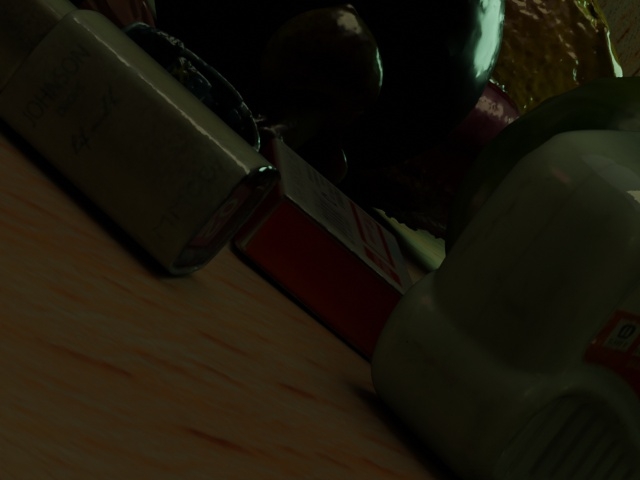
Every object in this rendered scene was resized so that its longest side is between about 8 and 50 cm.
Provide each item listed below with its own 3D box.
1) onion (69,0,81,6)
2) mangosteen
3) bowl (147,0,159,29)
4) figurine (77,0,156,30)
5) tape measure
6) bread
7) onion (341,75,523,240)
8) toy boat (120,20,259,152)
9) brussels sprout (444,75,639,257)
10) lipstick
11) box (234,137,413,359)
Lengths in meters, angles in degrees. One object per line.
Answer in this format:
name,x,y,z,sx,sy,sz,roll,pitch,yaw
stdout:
onion,-0.215,-0.301,1.179,0.282,0.260,0.336,34,10,-13
mangosteen,0.012,-0.190,1.498,0.297,0.297,0.293,38,7,-19
bowl,0.011,-0.285,1.825,0.185,0.354,0.354,45,4,-42
figurine,-0.151,-0.210,1.379,0.126,0.157,0.114,42,28,-28
tape measure,0.155,0.047,1.114,0.125,0.246,0.243,41,14,31
bread,0.173,-0.175,2.011,0.358,0.204,0.336,122,-48,-61
onion,0.118,-0.101,1.735,0.230,0.163,0.230,31,-17,11
toy boat,-0.095,-0.101,1.306,0.137,0.060,0.061,45,-10,5
brussels sprout,0.249,0.023,1.488,0.268,0.344,0.344,6,-21,46
lipstick,-0.142,-0.090,0.989,0.253,0.079,0.077,41,8,10
box,0.000,0.000,1.251,0.123,0.050,0.229,41,8,-11
